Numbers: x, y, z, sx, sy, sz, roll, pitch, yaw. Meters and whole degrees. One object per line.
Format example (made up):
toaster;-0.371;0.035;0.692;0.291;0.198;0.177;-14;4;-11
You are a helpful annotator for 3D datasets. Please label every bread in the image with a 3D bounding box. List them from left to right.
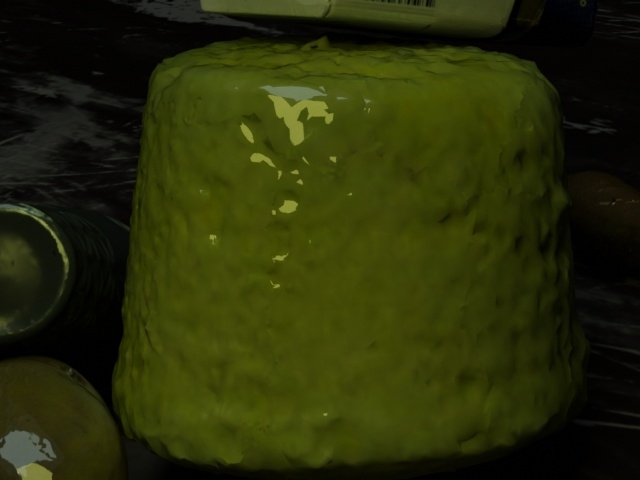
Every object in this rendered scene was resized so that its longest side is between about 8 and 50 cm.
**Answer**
bread;0.025;0.007;1.383;0.348;0.307;0.348;2;7;0

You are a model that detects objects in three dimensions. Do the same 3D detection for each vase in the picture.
vase;-0.229;0.040;1.488;0.251;0.156;0.301;-11;-6;0

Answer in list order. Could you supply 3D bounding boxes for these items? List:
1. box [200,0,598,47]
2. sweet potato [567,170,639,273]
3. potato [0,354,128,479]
box;0.060;-0.189;1.443;0.259;0.071;0.168;3;5;-37
sweet potato;0.245;-0.020;1.684;0.077;0.077;0.244;-19;19;-18
potato;-0.207;0.171;1.340;0.137;0.154;0.200;7;24;-14
